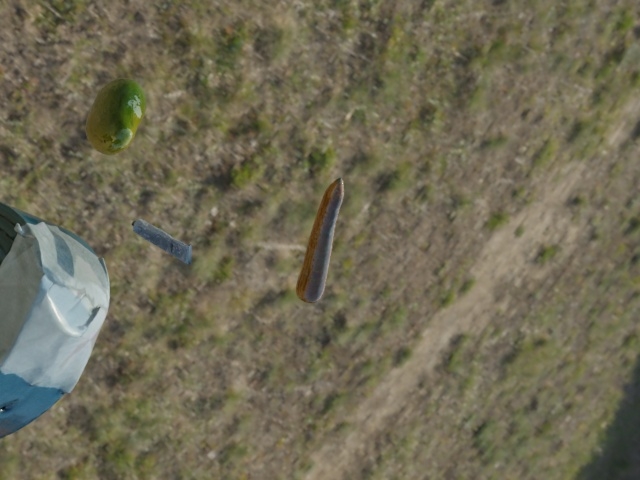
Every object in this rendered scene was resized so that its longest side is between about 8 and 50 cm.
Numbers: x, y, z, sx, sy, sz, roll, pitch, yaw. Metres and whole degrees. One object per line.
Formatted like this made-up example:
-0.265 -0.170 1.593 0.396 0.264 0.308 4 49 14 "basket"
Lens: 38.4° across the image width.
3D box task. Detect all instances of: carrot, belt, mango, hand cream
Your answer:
0.000 0.000 1.126 0.037 0.037 0.190 -22 137 -39 "carrot"
-0.491 0.114 1.202 0.437 0.300 0.173 -18 157 22 "belt"
-0.389 -0.231 1.725 0.122 0.191 0.085 -20 130 25 "mango"
-0.201 0.000 1.156 0.019 0.093 0.030 -37 149 -47 "hand cream"
